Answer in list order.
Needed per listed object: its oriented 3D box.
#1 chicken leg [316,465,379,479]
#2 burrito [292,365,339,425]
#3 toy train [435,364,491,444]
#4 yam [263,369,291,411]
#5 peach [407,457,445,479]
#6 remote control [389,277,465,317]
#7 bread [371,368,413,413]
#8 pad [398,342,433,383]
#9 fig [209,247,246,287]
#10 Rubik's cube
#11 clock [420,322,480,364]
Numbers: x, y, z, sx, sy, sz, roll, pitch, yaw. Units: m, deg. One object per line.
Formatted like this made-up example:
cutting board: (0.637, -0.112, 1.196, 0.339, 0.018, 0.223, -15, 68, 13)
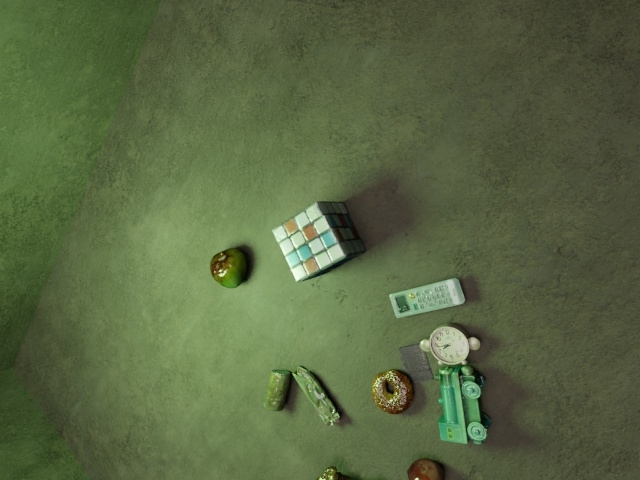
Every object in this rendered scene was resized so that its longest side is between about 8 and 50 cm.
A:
chicken leg: (0.108, 1.092, 1.824, 0.360, 0.140, 0.212, -26, 102, 15)
burrito: (-0.017, 0.707, 1.894, 0.096, 0.066, 0.309, -48, 70, 23)
toy train: (0.541, 0.631, 1.590, 0.194, 0.120, 0.299, -7, 90, 31)
yam: (-0.204, 0.703, 1.964, 0.107, 0.107, 0.194, 17, 100, 24)
peach: (0.419, 0.963, 1.659, 0.151, 0.152, 0.152, 2, 94, 26)
remote control: (0.426, 0.232, 1.658, 0.293, 0.051, 0.103, -20, 84, 29)
bread: (0.302, 0.640, 1.736, 0.193, 0.064, 0.194, 0, 91, 28)
pad: (0.395, 0.512, 1.715, 0.112, 0.003, 0.157, -20, 84, 25)
fig: (-0.445, 0.141, 2.017, 0.180, 0.181, 0.191, -3, 114, 26)
Rubik's cube: (-0.001, 0.001, 1.738, 0.256, 0.259, 0.254, -30, 82, 24)
clock: (0.511, 0.407, 1.622, 0.229, 0.063, 0.156, -12, 91, 29)
